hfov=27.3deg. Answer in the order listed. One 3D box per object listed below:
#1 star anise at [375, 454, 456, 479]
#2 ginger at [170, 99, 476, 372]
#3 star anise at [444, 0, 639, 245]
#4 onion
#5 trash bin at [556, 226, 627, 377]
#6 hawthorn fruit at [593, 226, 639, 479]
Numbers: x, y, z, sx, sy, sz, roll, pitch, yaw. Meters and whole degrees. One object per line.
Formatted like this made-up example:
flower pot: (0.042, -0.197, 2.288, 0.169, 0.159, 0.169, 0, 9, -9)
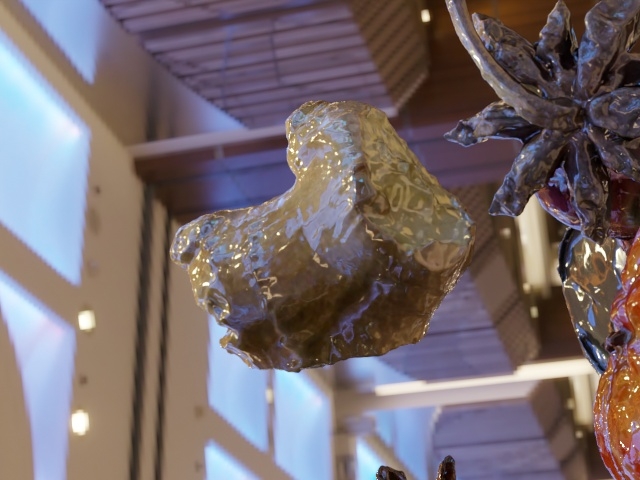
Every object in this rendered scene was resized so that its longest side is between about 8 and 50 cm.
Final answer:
star anise: (0.052, 0.250, 1.004, 0.073, 0.233, 0.177, 87, -176, -58)
ginger: (0.000, 0.000, 1.061, 0.130, 0.275, 0.221, -42, -57, -56)
star anise: (0.171, -0.103, 0.938, 0.089, 0.231, 0.209, -42, -29, -68)
onion: (0.249, -0.031, 1.069, 0.150, 0.150, 0.140, -78, -19, -53)
trash bin: (0.428, 0.033, 1.436, 0.217, 0.262, 0.277, 22, 130, 64)
hawthorn fruit: (0.233, 0.066, 0.619, 0.185, 0.202, 0.185, 19, -90, -76)
